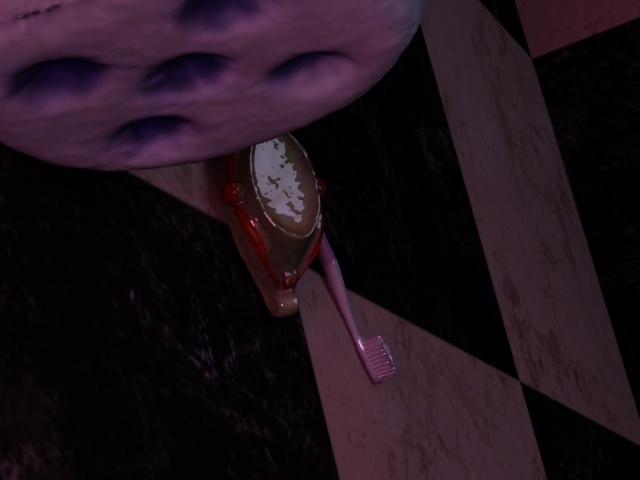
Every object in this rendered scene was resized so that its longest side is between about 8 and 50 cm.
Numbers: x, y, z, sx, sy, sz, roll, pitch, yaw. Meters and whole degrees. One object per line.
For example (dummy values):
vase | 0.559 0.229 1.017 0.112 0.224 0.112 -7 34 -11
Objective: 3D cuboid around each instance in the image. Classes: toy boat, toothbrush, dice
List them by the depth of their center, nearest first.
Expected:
dice | -0.103 -0.213 1.079 0.262 0.264 0.268 31 41 -63
toy boat | -0.041 -0.035 1.390 0.089 0.071 0.185 -8 75 -28
toothbrush | 0.000 0.000 1.539 0.286 0.025 0.020 64 19 -16
